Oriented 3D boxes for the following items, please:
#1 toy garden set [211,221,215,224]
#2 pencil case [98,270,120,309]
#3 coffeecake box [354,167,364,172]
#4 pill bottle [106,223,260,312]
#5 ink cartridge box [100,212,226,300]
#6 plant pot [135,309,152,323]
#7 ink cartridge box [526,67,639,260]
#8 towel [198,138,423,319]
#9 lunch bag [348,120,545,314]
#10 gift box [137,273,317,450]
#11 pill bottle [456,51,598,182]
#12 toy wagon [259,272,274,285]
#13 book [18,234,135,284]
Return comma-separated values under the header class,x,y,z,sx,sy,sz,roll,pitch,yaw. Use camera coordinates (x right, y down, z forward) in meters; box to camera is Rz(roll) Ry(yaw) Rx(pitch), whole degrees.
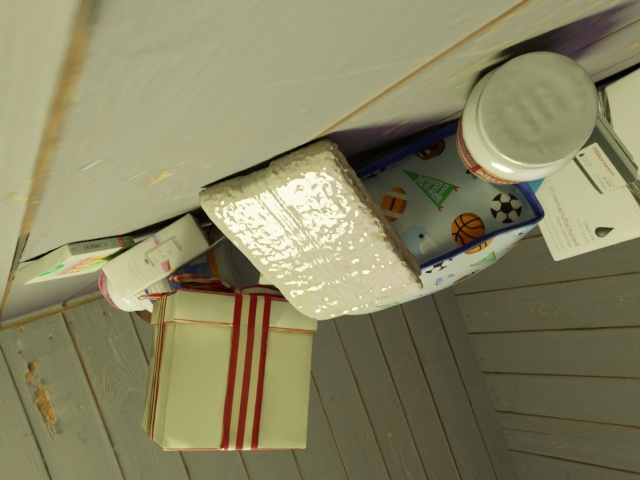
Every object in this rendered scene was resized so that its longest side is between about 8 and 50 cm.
class,x,y,z,sx,sy,sz,roll,pitch,yaw
toy garden set,-0.128,-0.051,1.232,0.204,0.049,0.244,-21,-179,14
pencil case,-0.408,0.083,1.418,0.124,0.124,0.284,-19,179,33
coffeecake box,0.132,-0.127,1.217,0.186,0.068,0.142,-19,180,-26
pill bottle,-0.268,0.061,1.096,0.272,0.152,0.152,-14,-178,19
ink cartridge box,-0.242,0.015,0.926,0.198,0.067,0.115,-31,-177,-7
plant pot,-0.433,0.121,1.656,0.215,0.215,0.230,-19,168,-33
ink cartridge box,0.598,-0.157,1.088,0.166,0.285,0.395,-19,174,-34
towel,0.000,0.000,0.735,0.187,0.282,0.049,-20,-138,22
lunch bag,0.130,-0.009,0.990,0.386,0.238,0.328,-26,163,0
gift box,-0.171,0.192,0.934,0.255,0.258,0.276,10,168,-28
pill bottle,0.210,-0.122,0.599,0.121,0.121,0.221,-19,-179,12
toy wagon,-0.155,0.078,1.447,0.267,0.344,0.068,-31,-143,33
book,-0.359,0.024,0.846,0.096,0.035,0.144,-25,178,18
